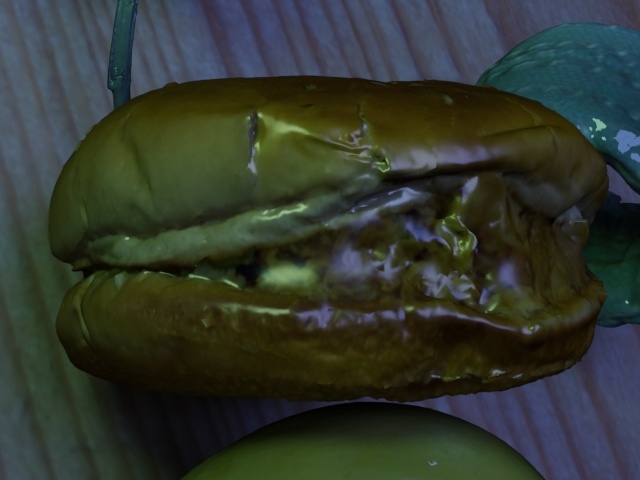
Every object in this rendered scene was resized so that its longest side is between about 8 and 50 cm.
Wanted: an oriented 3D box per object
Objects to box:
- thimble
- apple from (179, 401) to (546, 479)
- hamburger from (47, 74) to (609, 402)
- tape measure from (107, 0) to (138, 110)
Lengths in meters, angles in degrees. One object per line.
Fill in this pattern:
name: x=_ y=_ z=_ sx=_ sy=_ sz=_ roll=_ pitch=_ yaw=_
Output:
thimble: x=0.199 y=-0.048 z=1.017 sx=0.235 sy=0.198 sz=0.143 roll=29 pitch=48 yaw=11
apple: x=0.019 y=0.216 z=0.673 sx=0.262 sy=0.262 sz=0.262 roll=20 pitch=56 yaw=-33
hamburger: x=0.000 y=0.000 z=0.749 sx=0.290 sy=0.314 sz=0.170 roll=1 pitch=86 yaw=-27
tape measure: x=-0.080 y=-0.186 z=0.881 sx=0.164 sy=0.084 sz=0.330 roll=3 pitch=82 yaw=-62
